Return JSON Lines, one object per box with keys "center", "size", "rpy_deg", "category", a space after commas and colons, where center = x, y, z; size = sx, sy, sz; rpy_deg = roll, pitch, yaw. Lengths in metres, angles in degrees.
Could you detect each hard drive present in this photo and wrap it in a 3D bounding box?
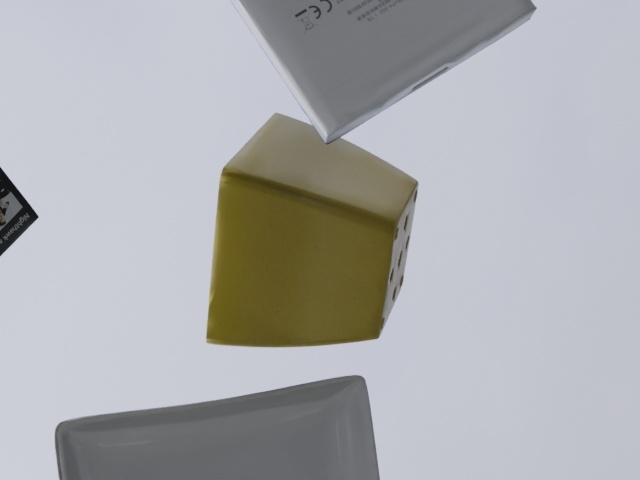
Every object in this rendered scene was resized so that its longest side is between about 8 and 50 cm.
{"center": [0.006, -0.269, 1.036], "size": [0.210, 0.318, 0.040], "rpy_deg": [-32, -7, -8], "category": "hard drive"}

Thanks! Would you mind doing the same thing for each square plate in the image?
{"center": [-0.089, 0.331, 1.256], "size": [0.347, 0.049, 0.344], "rpy_deg": [-6, -95, -26], "category": "square plate"}

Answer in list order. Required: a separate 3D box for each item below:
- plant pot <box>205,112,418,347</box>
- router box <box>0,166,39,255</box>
{"center": [0.000, 0.000, 1.368], "size": [0.212, 0.187, 0.212], "rpy_deg": [-58, -23, -63], "category": "plant pot"}
{"center": [-0.335, -0.007, 0.997], "size": [0.179, 0.046, 0.133], "rpy_deg": [-49, -47, -22], "category": "router box"}
